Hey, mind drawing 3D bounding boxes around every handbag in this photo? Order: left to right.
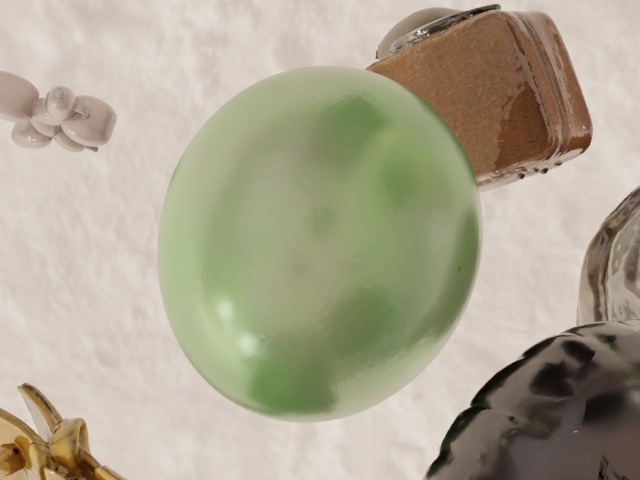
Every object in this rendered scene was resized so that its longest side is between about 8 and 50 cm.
[{"bbox_3d":[-0.213,0.341,1.267,0.133,0.401,0.283,-22,128,-30],"label":"handbag"},{"bbox_3d":[0.124,-0.114,1.069,0.072,0.193,0.151,-12,88,-45],"label":"handbag"}]

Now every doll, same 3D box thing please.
[{"bbox_3d":[-0.315,-0.146,1.491,0.160,0.161,0.059,14,72,15],"label":"doll"}]

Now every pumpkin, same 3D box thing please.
[{"bbox_3d":[0.162,0.161,0.608,0.250,0.216,0.249,5,73,-15],"label":"pumpkin"}]

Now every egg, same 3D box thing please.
[{"bbox_3d":[0.000,0.000,0.866,0.220,0.220,0.269,21,37,-4],"label":"egg"}]

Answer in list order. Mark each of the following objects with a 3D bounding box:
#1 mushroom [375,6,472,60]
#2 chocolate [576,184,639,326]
[{"bbox_3d":[0.164,-0.183,1.360,0.188,0.117,0.141,29,52,-23],"label":"mushroom"},{"bbox_3d":[0.336,0.037,1.013,0.303,0.303,0.213,-40,127,-10],"label":"chocolate"}]
